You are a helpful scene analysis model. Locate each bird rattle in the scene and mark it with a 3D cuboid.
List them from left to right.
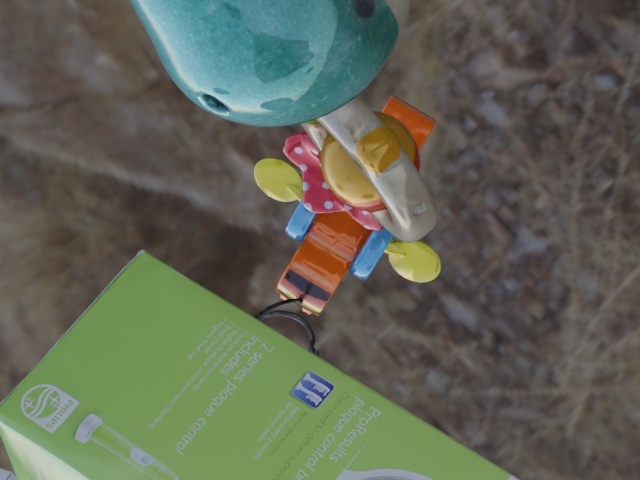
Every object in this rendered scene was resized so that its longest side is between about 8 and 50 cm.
[{"bbox_3d":[0.020,-0.073,1.473,0.207,0.143,0.253,50,166,41],"label":"bird rattle"}]

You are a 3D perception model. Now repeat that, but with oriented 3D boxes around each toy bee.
[{"bbox_3d":[0.000,0.000,1.748,0.195,0.298,0.162,51,160,7],"label":"toy bee"}]

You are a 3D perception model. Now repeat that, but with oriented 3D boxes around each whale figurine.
[{"bbox_3d":[-0.073,-0.169,1.109,0.272,0.141,0.216,34,164,-37],"label":"whale figurine"}]

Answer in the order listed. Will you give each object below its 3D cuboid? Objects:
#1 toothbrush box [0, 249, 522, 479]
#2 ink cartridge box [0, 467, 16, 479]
[{"bbox_3d":[-0.007,0.163,0.903,0.283,0.122,0.206,31,153,22],"label":"toothbrush box"},{"bbox_3d":[-0.302,0.242,1.619,0.122,0.052,0.088,10,147,44],"label":"ink cartridge box"}]
